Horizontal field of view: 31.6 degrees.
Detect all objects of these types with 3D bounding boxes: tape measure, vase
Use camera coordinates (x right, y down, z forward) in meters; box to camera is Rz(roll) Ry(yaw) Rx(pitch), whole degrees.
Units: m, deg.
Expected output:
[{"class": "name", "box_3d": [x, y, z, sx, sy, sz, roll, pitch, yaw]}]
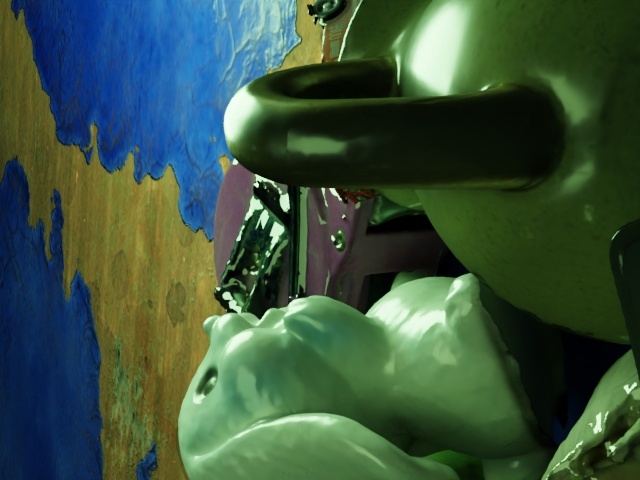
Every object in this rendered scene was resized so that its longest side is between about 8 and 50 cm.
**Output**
[{"class": "tape measure", "box_3d": [0.000, 0.000, 0.981, 0.231, 0.149, 0.245, 38, 126, 48]}, {"class": "vase", "box_3d": [0.101, -0.073, 0.633, 0.302, 0.329, 0.241, 25, 119, 55]}]

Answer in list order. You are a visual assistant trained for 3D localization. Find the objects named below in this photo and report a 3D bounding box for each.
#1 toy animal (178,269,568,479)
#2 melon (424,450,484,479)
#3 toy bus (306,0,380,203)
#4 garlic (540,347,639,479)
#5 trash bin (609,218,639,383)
[{"class": "toy animal", "box_3d": [0.048, 0.111, 0.809, 0.289, 0.249, 0.174, -15, 89, 41]}, {"class": "melon", "box_3d": [0.071, 0.351, 0.863, 0.331, 0.226, 0.344, 8, 113, 48]}, {"class": "toy bus", "box_3d": [0.042, -0.135, 0.874, 0.096, 0.073, 0.235, -16, 47, 18]}, {"class": "garlic", "box_3d": [0.208, 0.132, 0.657, 0.229, 0.178, 0.143, -49, 18, 26]}, {"class": "trash bin", "box_3d": [0.258, 0.055, 0.491, 0.115, 0.225, 0.165, -27, 71, 57]}]
